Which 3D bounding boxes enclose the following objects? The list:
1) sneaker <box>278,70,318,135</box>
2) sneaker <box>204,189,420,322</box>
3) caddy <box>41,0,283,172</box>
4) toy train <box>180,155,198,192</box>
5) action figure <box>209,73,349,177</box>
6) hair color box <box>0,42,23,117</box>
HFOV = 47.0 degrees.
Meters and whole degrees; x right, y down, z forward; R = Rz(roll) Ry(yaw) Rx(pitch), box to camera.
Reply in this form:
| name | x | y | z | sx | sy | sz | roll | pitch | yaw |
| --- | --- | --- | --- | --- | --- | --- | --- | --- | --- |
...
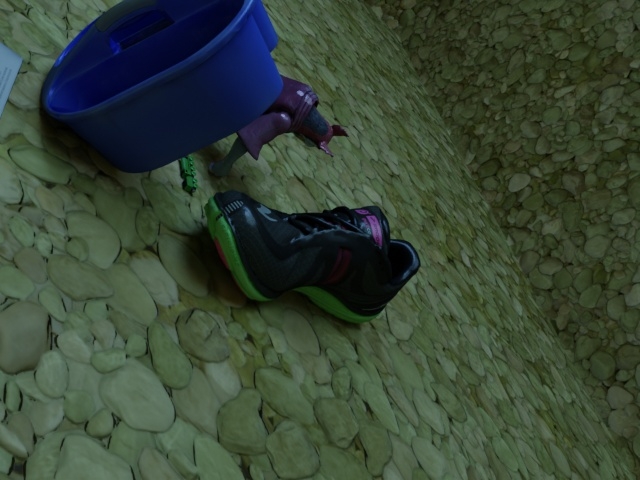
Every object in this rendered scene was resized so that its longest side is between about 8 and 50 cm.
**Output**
| name | x | y | z | sx | sy | sz | roll | pitch | yaw |
| --- | --- | --- | --- | --- | --- | --- | --- | --- | --- |
| sneaker | -0.067 | -0.331 | 1.717 | 0.208 | 0.081 | 0.094 | 48 | 20 | -10 |
| sneaker | 0.000 | 0.000 | 1.184 | 0.482 | 0.202 | 0.185 | 19 | 39 | -54 |
| caddy | -0.212 | -0.248 | 0.989 | 0.179 | 0.341 | 0.241 | 53 | 21 | -43 |
| toy train | -0.212 | -0.109 | 1.179 | 0.023 | 0.017 | 0.083 | 21 | 37 | -35 |
| action figure | -0.113 | -0.268 | 1.256 | 0.370 | 0.276 | 0.248 | 24 | 43 | 2 |
| hair color box | -0.475 | -0.209 | 0.692 | 0.347 | 0.105 | 0.174 | 38 | 26 | -33 |
